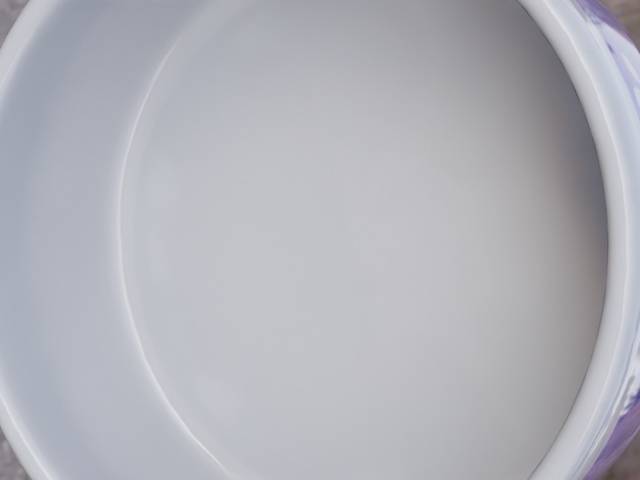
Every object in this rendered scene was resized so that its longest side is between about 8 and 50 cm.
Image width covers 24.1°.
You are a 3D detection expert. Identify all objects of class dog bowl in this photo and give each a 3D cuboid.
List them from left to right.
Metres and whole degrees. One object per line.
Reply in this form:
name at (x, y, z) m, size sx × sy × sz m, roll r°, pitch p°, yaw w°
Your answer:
dog bowl at (0.000, 0.000, 0.558) m, size 0.104 × 0.265 × 0.264 m, roll -5°, pitch 82°, yaw -64°
